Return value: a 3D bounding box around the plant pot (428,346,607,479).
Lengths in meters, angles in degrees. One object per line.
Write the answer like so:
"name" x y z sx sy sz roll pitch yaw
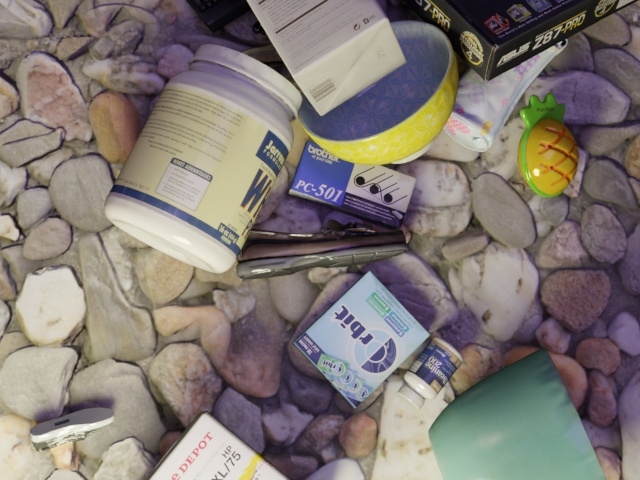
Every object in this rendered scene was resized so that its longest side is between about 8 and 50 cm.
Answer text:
"plant pot" 0.316 0.352 1.702 0.235 0.293 0.293 -22 85 6

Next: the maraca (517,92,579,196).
"maraca" 0.405 -0.170 1.863 0.127 0.099 0.185 -11 96 -35

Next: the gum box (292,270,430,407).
"gum box" 0.071 0.171 1.810 0.184 0.041 0.157 -43 89 -10

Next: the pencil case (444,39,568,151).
"pencil case" 0.325 -0.289 1.868 0.124 0.113 0.273 34 80 22

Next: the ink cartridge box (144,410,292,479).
"ink cartridge box" -0.146 0.431 1.668 0.270 0.197 0.198 39 79 0

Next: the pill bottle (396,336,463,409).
"pill bottle" 0.188 0.232 1.803 0.067 0.067 0.120 40 79 0

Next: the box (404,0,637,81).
"box" 0.347 -0.482 1.829 0.395 0.097 0.318 -29 61 -19

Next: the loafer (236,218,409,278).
"loafer" 0.000 0.000 1.796 0.303 0.109 0.095 -8 79 -5

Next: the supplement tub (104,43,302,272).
"supplement tub" -0.187 -0.134 1.722 0.235 0.235 0.324 26 80 -3

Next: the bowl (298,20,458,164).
"bowl" 0.121 -0.226 1.798 0.289 0.289 0.156 -46 132 -11

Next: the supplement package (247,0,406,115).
"supplement package" -0.016 -0.389 1.705 0.175 0.177 0.293 -32 70 6

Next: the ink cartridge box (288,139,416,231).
"ink cartridge box" 0.056 -0.096 1.843 0.207 0.046 0.097 19 79 -4

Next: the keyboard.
"keyboard" -0.079 -0.475 1.866 0.317 0.033 0.201 -36 74 -10

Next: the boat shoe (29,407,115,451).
"boat shoe" -0.412 0.315 1.733 0.142 0.049 0.040 -13 117 -10

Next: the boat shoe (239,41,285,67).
"boat shoe" -0.110 -0.317 1.851 0.153 0.056 0.048 -23 88 -19
